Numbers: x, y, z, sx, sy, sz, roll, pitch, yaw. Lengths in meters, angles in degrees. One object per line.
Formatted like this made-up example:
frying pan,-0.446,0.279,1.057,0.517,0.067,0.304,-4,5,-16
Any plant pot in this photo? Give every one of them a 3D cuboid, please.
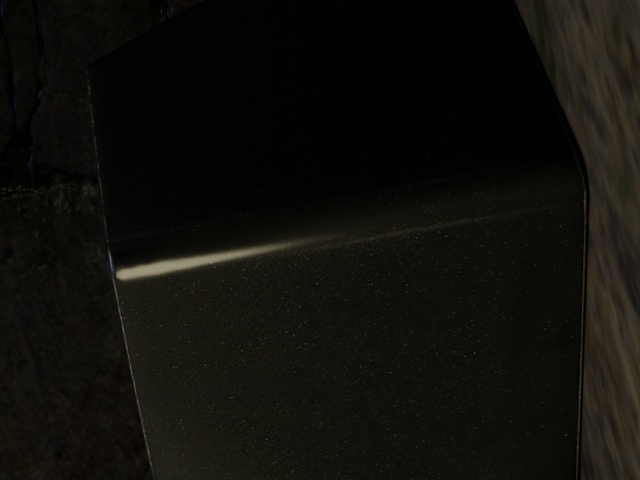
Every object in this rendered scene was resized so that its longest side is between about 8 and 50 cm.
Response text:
plant pot,0.000,0.000,0.723,0.187,0.167,0.188,-105,8,-48
